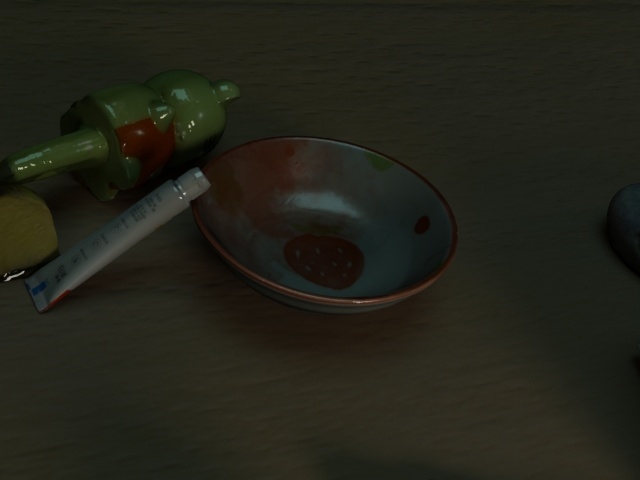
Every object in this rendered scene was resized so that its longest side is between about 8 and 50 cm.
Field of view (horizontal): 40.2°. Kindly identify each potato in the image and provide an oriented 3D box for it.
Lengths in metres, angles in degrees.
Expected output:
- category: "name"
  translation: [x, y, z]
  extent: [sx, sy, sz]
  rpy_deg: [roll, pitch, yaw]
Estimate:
- category: "potato"
  translation: [-0.287, -0.020, 0.791]
  extent: [0.096, 0.103, 0.066]
  rpy_deg: [-14, 49, -33]

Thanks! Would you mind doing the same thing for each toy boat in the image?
- category: "toy boat"
  translation: [0.438, 0.002, 0.997]
  extent: [0.227, 0.085, 0.155]
  rpy_deg: [36, 44, 25]

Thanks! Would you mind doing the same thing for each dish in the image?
- category: "dish"
  translation: [0.000, 0.000, 0.868]
  extent: [0.260, 0.085, 0.260]
  rpy_deg: [7, 38, -5]

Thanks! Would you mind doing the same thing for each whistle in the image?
- category: "whistle"
  translation: [-0.201, -0.109, 0.917]
  extent: [0.288, 0.131, 0.106]
  rpy_deg: [-30, 97, -43]

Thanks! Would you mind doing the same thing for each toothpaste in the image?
- category: "toothpaste"
  translation: [-0.184, -0.004, 0.799]
  extent: [0.190, 0.031, 0.048]
  rpy_deg: [-36, 54, -4]

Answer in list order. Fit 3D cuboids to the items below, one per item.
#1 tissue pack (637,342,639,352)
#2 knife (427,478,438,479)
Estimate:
- category: "tissue pack"
  translation: [0.494, 0.144, 0.750]
  extent: [0.356, 0.194, 0.266]
  rpy_deg: [6, 39, -7]
- category: "knife"
  translation: [0.169, 0.228, 0.671]
  extent: [0.265, 0.040, 0.073]
  rpy_deg: [12, 27, -3]
